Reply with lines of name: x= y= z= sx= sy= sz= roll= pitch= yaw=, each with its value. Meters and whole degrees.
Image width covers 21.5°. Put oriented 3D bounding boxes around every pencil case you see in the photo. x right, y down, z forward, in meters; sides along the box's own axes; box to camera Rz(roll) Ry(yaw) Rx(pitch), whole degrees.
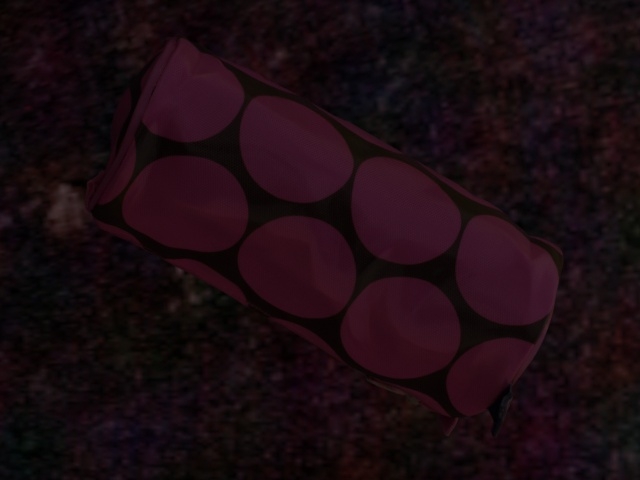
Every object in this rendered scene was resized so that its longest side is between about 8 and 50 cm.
pencil case: x=0.000 y=0.000 z=0.728 sx=0.209 sy=0.098 sz=0.095 roll=31 pitch=29 yaw=-11
